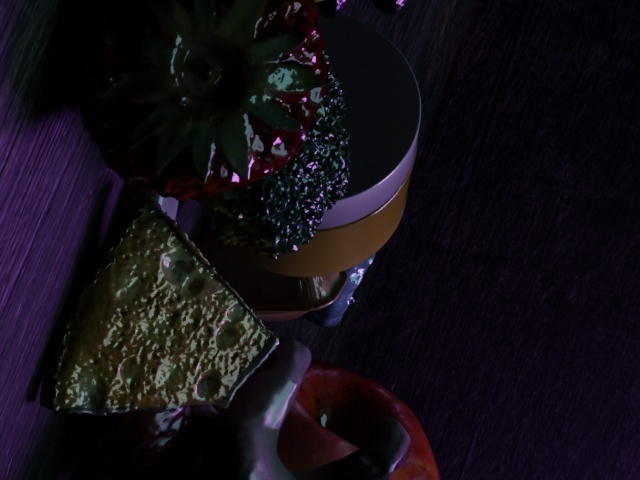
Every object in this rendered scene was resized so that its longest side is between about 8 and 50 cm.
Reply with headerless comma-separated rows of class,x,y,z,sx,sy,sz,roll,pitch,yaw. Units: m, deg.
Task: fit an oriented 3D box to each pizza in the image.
pizza,-0.159,0.089,1.700,0.204,0.188,0.080,-52,-151,-11

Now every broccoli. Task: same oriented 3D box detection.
broccoli,-0.071,-0.089,1.645,0.194,0.194,0.219,-54,138,-65

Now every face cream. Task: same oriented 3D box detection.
face cream,-0.013,-0.094,1.918,0.179,0.218,0.218,95,16,-65

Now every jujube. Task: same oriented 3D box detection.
jujube,-0.163,0.132,1.830,0.109,0.112,0.176,46,47,-31

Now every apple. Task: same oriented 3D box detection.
apple,-0.040,0.332,2.305,0.364,0.364,0.364,19,90,-82

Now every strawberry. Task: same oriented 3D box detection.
strawberry,-0.104,-0.135,1.465,0.244,0.205,0.205,-143,-109,-74

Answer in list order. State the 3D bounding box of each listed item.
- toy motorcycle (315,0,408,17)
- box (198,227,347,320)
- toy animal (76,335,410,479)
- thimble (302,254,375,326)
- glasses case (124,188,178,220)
toy motorcycle,0.005,-0.275,1.493,0.142,0.206,0.342,-29,-169,-6
box,-0.062,0.041,2.128,0.111,0.177,0.111,-1,90,-73
toy animal,-0.125,0.260,1.915,0.344,0.194,0.302,-19,-152,52
thimble,0.000,0.000,2.426,0.198,0.143,0.235,-62,-178,5
glasses case,-0.169,0.015,1.748,0.063,0.041,0.164,-2,111,-77
